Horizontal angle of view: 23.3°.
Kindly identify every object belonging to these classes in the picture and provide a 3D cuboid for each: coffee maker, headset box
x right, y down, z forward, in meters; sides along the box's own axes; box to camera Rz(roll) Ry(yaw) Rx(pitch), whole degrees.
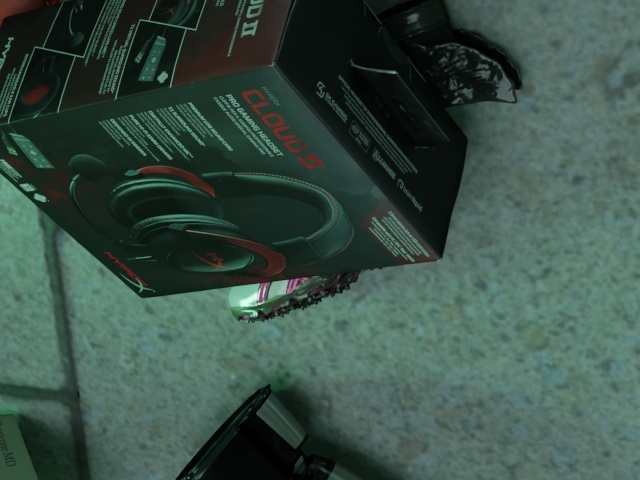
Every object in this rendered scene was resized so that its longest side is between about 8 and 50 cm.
[{"bbox_3d":[-0.032,0.231,1.239,0.178,0.171,0.120,39,138,-2],"label":"coffee maker"},{"bbox_3d":[-0.056,-0.073,1.045,0.293,0.110,0.218,-8,143,32],"label":"headset box"}]

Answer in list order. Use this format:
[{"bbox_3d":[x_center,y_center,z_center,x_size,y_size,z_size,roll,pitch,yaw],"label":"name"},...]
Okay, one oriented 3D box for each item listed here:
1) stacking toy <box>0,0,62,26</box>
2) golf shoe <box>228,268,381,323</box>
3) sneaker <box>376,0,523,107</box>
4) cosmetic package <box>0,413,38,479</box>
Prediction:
[{"bbox_3d":[-0.344,-0.109,1.104,0.309,0.279,0.130,-35,103,33],"label":"stacking toy"},{"bbox_3d":[0.000,0.000,1.174,0.186,0.067,0.086,-30,80,28],"label":"golf shoe"},{"bbox_3d":[0.049,-0.114,1.096,0.170,0.051,0.089,-19,107,23],"label":"sneaker"},{"bbox_3d":[-0.386,0.252,1.294,0.296,0.153,0.129,-6,122,-24],"label":"cosmetic package"}]
